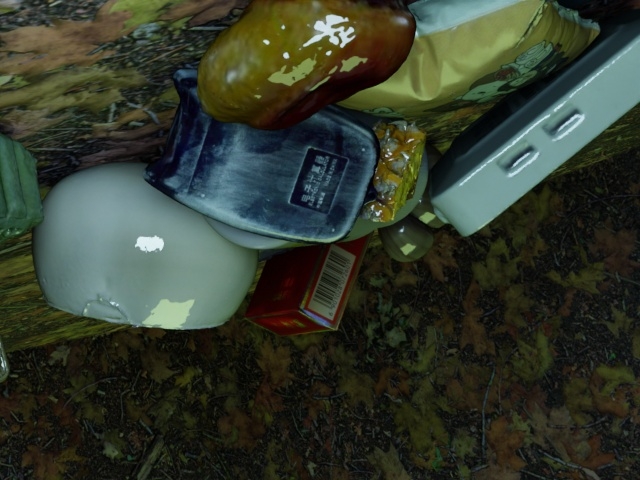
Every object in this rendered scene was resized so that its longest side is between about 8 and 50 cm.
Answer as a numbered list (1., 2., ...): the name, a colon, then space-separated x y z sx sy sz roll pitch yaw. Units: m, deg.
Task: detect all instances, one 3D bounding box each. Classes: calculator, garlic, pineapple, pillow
1. calculator: -0.059 -0.090 1.254 0.268 0.177 0.040 15 -163 -12
2. garlic: 0.187 -0.078 2.110 0.160 0.214 0.191 -32 156 30
3. pineapple: 0.082 -0.077 1.346 0.069 0.137 0.116 16 160 19
4. pillow: 0.151 -0.215 1.266 0.312 0.119 0.310 -14 180 23

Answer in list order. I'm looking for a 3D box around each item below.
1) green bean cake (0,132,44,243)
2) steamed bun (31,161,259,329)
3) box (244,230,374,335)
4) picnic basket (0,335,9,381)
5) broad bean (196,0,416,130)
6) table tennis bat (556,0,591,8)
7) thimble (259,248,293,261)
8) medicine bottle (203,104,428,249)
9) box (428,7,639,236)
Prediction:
1. green bean cake: -0.453 -0.045 1.224 0.227 0.125 0.222 -14 174 19
2. steamed bun: -0.240 -0.004 1.521 0.324 0.206 0.324 8 -173 -1
3. box: -0.001 0.001 1.838 0.089 0.313 0.197 30 159 -22
4. picnic basket: -0.753 0.199 1.980 0.313 0.228 0.175 -13 174 -31
5. broad bean: -0.017 -0.187 1.085 0.228 0.122 0.156 -21 170 22
6. table tennis bat: 0.303 -0.304 1.301 0.124 0.033 0.201 -20 174 31
7. thimble: -0.153 -0.040 1.761 0.205 0.172 0.236 -15 176 -35
8. medicine bottle: -0.001 -0.098 1.472 0.208 0.208 0.340 -20 172 28
9. box: 0.299 -0.168 1.442 0.373 0.090 0.367 -39 -176 11
